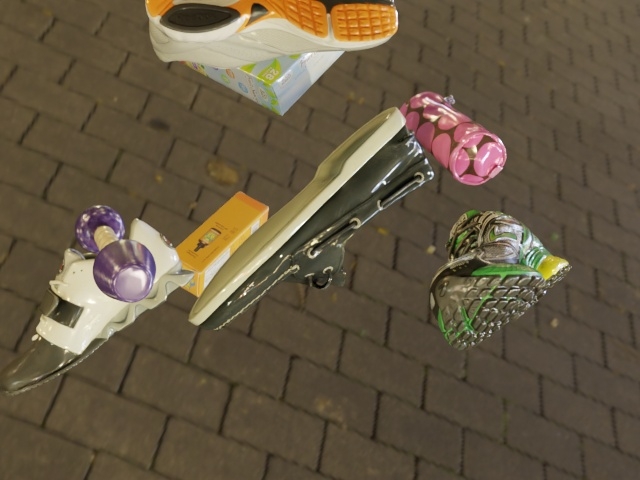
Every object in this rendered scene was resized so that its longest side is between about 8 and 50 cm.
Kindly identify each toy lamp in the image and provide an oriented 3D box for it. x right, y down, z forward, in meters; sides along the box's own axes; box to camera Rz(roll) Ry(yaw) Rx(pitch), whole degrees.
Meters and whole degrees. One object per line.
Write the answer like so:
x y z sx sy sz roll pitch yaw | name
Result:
-0.264 0.016 1.314 0.080 0.080 0.275 11 12 -24 | toy lamp

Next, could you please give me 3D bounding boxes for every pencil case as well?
0.192 -0.148 1.481 0.098 0.095 0.209 44 7 -29 | pencil case

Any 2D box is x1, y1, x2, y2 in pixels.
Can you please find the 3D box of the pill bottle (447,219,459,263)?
0.268 0.045 1.728 0.108 0.180 0.108 -2 55 2 | pill bottle

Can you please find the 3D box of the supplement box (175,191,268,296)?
-0.198 0.004 1.999 0.078 0.080 0.233 30 47 17 | supplement box

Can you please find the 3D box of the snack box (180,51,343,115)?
-0.079 -0.288 1.422 0.207 0.070 0.174 30 68 29 | snack box

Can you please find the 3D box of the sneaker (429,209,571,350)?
0.204 0.040 1.315 0.146 0.134 0.343 47 20 13 | sneaker

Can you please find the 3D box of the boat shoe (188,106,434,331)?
-0.001 -0.001 1.179 0.340 0.127 0.113 -46 104 -13 | boat shoe

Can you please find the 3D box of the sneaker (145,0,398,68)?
-0.053 -0.228 1.063 0.262 0.121 0.099 0 75 -15 | sneaker

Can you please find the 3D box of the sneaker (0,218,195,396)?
-0.362 0.093 1.519 0.146 0.330 0.122 54 -9 -12 | sneaker
